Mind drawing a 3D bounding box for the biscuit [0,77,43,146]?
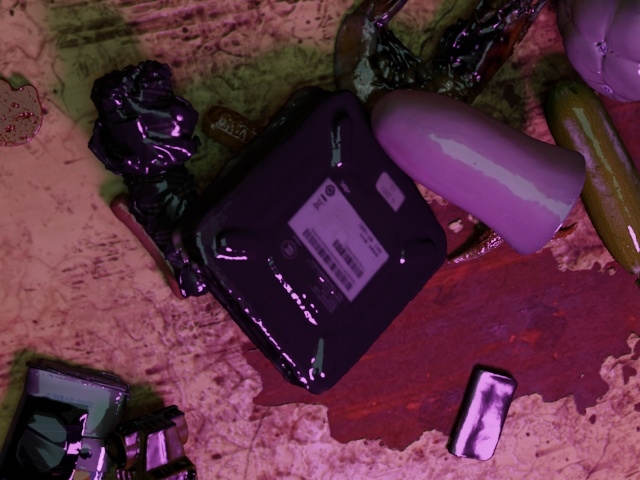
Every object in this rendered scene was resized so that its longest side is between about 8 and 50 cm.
[{"bbox_3d":[-0.452,-0.179,1.488,0.131,0.019,0.102,5,102,-15],"label":"biscuit"}]

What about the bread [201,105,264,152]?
[{"bbox_3d":[-0.100,-0.147,1.567,0.157,0.044,0.052,25,93,-18],"label":"bread"}]

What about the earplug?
[{"bbox_3d":[0.207,-0.120,1.546,0.301,0.172,0.172,27,96,-11],"label":"earplug"}]

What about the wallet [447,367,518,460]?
[{"bbox_3d":[0.269,0.290,1.775,0.082,0.018,0.156,14,100,-16],"label":"wallet"}]

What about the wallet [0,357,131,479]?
[{"bbox_3d":[-0.386,0.300,1.596,0.170,0.069,0.230,19,97,-12],"label":"wallet"}]

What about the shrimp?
[{"bbox_3d":[0.170,-0.310,1.587,0.233,0.071,0.365,37,98,-13],"label":"shrimp"}]

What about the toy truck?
[{"bbox_3d":[-0.234,0.382,1.601,0.127,0.127,0.257,-16,107,-35],"label":"toy truck"}]

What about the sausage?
[{"bbox_3d":[-0.241,0.009,1.574,0.043,0.043,0.186,-36,109,-3],"label":"sausage"}]

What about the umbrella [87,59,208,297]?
[{"bbox_3d":[-0.212,-0.090,1.515,0.154,0.128,0.336,-34,115,-14],"label":"umbrella"}]

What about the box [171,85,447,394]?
[{"bbox_3d":[0.000,0.000,1.553,0.350,0.091,0.359,-47,118,-19],"label":"box"}]

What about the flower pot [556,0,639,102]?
[{"bbox_3d":[0.466,-0.325,1.563,0.246,0.246,0.195,-33,101,-4],"label":"flower pot"}]

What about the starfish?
[{"bbox_3d":[0.295,-0.042,1.684,0.213,0.057,0.238,37,92,-11],"label":"starfish"}]

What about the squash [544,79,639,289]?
[{"bbox_3d":[0.454,-0.086,1.689,0.101,0.101,0.378,-30,104,-5],"label":"squash"}]
